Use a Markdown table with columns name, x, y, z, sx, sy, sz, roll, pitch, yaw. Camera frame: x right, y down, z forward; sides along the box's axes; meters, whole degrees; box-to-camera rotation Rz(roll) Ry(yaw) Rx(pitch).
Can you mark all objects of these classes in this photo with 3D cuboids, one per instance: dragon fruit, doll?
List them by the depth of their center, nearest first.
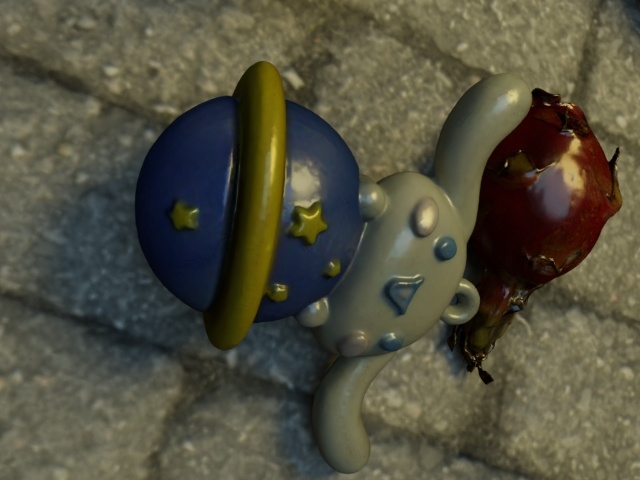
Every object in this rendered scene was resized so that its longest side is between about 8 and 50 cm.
| name | x | y | z | sx | sy | sz | roll | pitch | yaw |
| --- | --- | --- | --- | --- | --- | --- | --- | --- | --- |
| doll | -0.012 | 0.022 | 0.457 | 0.243 | 0.160 | 0.310 | -1 | 108 | -28 |
| dragon fruit | 0.162 | -0.002 | 0.519 | 0.126 | 0.125 | 0.245 | 17 | 96 | -27 |
